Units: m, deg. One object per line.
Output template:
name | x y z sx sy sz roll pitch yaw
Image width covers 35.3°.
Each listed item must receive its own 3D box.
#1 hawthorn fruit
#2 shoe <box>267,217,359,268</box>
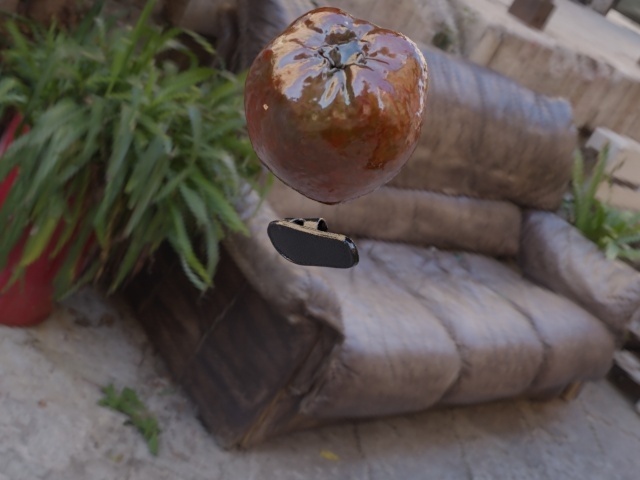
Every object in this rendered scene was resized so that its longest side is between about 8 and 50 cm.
hawthorn fruit | 0.020 -0.131 1.155 0.210 0.210 0.262 39 -20 22
shoe | 0.000 0.000 1.324 0.159 0.062 0.053 12 38 45
